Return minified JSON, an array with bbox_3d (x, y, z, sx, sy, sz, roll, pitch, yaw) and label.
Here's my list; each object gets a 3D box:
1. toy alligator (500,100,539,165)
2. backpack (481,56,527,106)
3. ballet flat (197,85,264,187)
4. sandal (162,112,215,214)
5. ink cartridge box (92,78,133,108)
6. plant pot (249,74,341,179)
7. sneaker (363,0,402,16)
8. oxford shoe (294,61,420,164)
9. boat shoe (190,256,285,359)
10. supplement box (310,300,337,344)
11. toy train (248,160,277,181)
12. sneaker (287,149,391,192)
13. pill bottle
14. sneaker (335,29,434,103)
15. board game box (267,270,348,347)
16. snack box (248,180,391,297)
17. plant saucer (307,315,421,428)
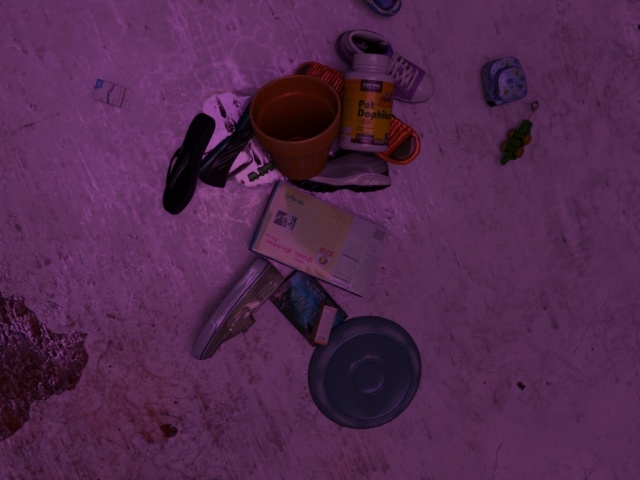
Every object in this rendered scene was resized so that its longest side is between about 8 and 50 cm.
[{"bbox_3d":[0.534,-0.277,1.881,0.051,0.056,0.190,28,91,-56],"label":"toy alligator"},{"bbox_3d":[0.477,-0.413,1.830,0.104,0.084,0.114,-17,99,-10],"label":"backpack"},{"bbox_3d":[-0.186,-0.243,1.727,0.096,0.095,0.280,37,100,-24],"label":"ballet flat"},{"bbox_3d":[-0.329,-0.187,1.699,0.054,0.097,0.255,22,84,-46],"label":"sandal"},{"bbox_3d":[-0.490,-0.345,1.677,0.083,0.028,0.048,15,95,-13],"label":"ink cartridge box"},{"bbox_3d":[-0.051,-0.246,1.653,0.205,0.188,0.205,-2,58,3],"label":"plant pot"},{"bbox_3d":[0.102,-0.635,1.723,0.237,0.086,0.085,34,92,-13],"label":"sneaker"},{"bbox_3d":[0.089,-0.309,1.760,0.363,0.133,0.130,39,103,4],"label":"oxford shoe"},{"bbox_3d":[-0.205,0.182,1.765,0.094,0.109,0.302,36,88,4],"label":"boat shoe"},{"bbox_3d":[0.008,0.209,1.813,0.036,0.062,0.099,15,94,-11],"label":"supplement box"},{"bbox_3d":[-0.144,-0.174,1.778,0.083,0.017,0.024,-31,92,-5],"label":"toy train"},{"bbox_3d":[0.043,-0.177,1.782,0.271,0.100,0.108,-2,84,-14],"label":"sneaker"},{"bbox_3d":[0.107,-0.313,1.625,0.117,0.117,0.215,3,99,-11],"label":"pill bottle"},{"bbox_3d":[0.172,-0.420,1.731,0.282,0.161,0.102,25,92,-15],"label":"sneaker"},{"bbox_3d":[-0.033,0.171,1.846,0.126,0.026,0.186,-42,104,-3],"label":"board game box"},{"bbox_3d":[0.000,0.000,1.797,0.321,0.060,0.187,24,83,-14],"label":"snack box"},{"bbox_3d":[0.125,0.361,1.898,0.317,0.043,0.318,-2,99,-12],"label":"plant saucer"}]
